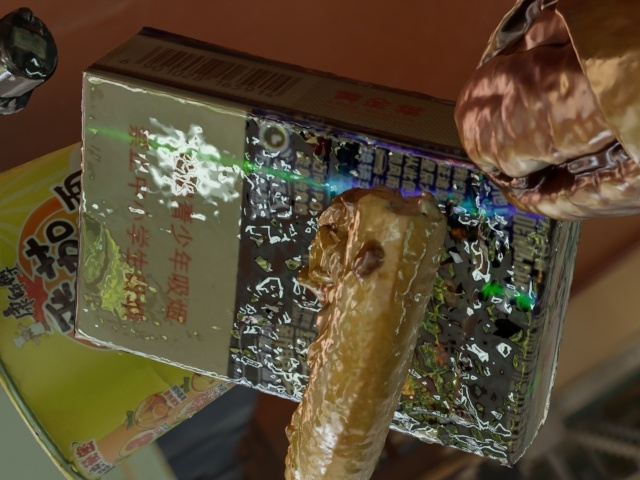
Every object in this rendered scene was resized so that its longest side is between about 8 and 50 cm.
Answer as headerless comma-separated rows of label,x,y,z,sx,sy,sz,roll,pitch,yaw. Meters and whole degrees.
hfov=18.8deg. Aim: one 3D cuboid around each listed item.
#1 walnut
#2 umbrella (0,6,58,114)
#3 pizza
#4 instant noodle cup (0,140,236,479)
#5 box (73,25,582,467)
walnut,0.120,-0.062,0.779,0.116,0.115,0.207,-25,-172,-23
umbrella,-0.218,-0.064,0.961,0.224,0.071,0.080,-19,-152,39
pizza,0.020,0.026,0.984,0.062,0.161,0.182,13,134,-3
instant noodle cup,-0.144,0.033,1.452,0.200,0.264,0.264,-27,165,-1
box,0.000,0.000,1.199,0.084,0.310,0.198,-45,146,-57
